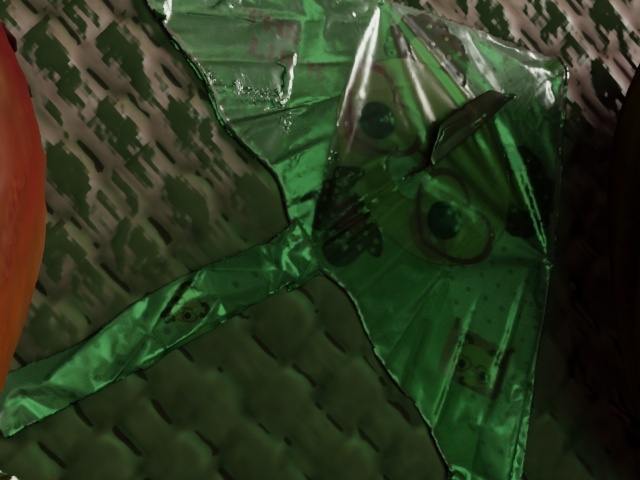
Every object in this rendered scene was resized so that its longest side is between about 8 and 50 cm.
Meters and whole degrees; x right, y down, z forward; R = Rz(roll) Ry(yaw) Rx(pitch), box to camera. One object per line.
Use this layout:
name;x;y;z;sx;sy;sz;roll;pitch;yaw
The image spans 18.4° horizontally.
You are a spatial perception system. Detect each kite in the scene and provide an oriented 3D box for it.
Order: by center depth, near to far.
kite;-0.001;0.000;0.643;0.250;0.012;0.229;-33;93;-28

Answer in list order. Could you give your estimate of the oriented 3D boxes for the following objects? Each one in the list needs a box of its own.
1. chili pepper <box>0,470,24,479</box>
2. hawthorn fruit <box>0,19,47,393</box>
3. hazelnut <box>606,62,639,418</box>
chili pepper;-0.079;0.165;0.541;0.052;0.050;0.202;-19;90;-45
hawthorn fruit;-0.202;-0.001;0.396;0.295;0.295;0.311;12;71;-24
hazelnut;0.181;0.009;0.645;0.208;0.208;0.208;6;75;-26
